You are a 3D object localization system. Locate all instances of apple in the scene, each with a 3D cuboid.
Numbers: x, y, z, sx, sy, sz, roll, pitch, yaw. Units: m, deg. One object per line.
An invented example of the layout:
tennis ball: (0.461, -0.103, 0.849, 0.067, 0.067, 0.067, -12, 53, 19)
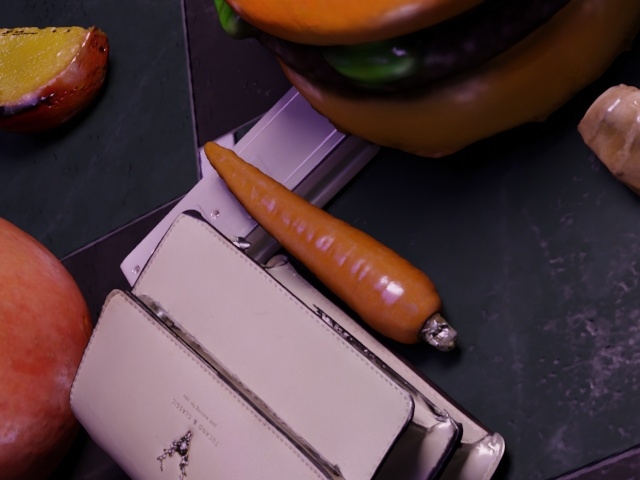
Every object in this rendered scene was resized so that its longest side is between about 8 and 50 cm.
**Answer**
apple: (-0.419, 0.119, 1.689, 0.364, 0.364, 0.364, -19, 56, 30)

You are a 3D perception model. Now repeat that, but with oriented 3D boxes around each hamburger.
hamburger: (0.096, -0.296, 1.517, 0.396, 0.277, 0.396, -15, 54, 22)

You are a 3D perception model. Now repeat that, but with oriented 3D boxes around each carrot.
carrot: (0.000, 0.000, 1.567, 0.336, 0.069, 0.069, 38, 92, 29)

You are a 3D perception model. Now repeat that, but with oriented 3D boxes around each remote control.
remote control: (-0.070, -0.030, 1.685, 0.277, 0.055, 0.103, -45, 47, 11)

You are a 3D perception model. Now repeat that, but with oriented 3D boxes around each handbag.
handbag: (-0.050, 0.160, 1.495, 0.358, 0.160, 0.236, 39, 100, 44)

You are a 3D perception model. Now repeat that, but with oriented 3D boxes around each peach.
peach: (-0.303, -0.184, 1.930, 0.172, 0.092, 0.127, -21, 59, 14)

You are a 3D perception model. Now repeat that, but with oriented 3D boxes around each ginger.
ginger: (0.288, -0.085, 1.419, 0.190, 0.069, 0.095, -2, 68, 41)
